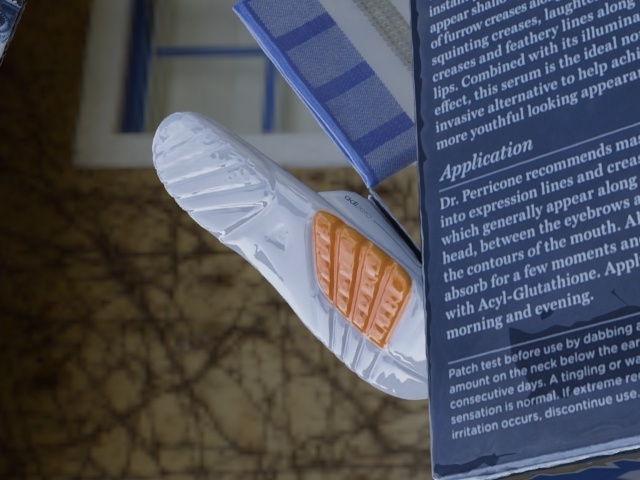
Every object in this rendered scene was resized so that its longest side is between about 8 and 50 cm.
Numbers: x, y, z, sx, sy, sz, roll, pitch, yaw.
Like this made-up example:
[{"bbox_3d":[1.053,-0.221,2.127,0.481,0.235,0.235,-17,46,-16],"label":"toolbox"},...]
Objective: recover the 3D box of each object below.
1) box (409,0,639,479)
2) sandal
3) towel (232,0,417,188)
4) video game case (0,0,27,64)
[{"bbox_3d":[0.222,-0.028,0.964,0.293,0.212,0.395,27,-126,-46],"label":"box"},{"bbox_3d":[0.004,-0.007,1.072,0.076,0.265,0.102,-43,-6,-46],"label":"sandal"},{"bbox_3d":[0.096,-0.185,1.277,0.209,0.285,0.034,52,163,18],"label":"towel"},{"bbox_3d":[-0.233,-0.146,0.662,0.210,0.232,0.042,130,151,-54],"label":"video game case"}]
